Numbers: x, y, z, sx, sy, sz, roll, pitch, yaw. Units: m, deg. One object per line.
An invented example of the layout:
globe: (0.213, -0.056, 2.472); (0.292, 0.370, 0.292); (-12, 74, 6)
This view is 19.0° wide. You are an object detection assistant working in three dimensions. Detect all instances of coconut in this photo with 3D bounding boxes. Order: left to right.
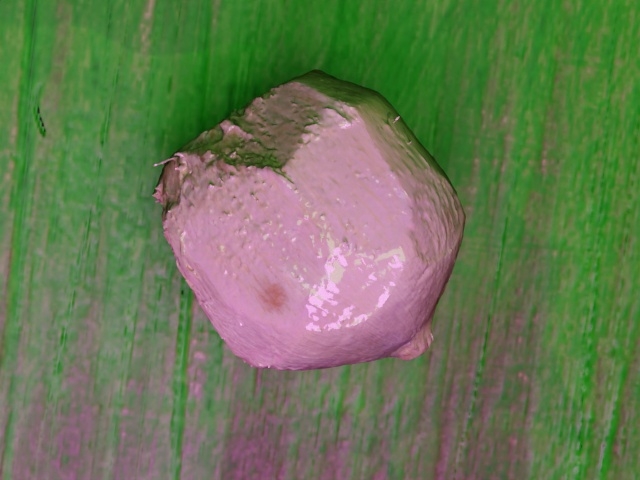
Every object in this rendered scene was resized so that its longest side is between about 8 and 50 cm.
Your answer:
coconut: (0.003, -0.002, 1.205); (0.194, 0.194, 0.194); (-1, 96, -7)
